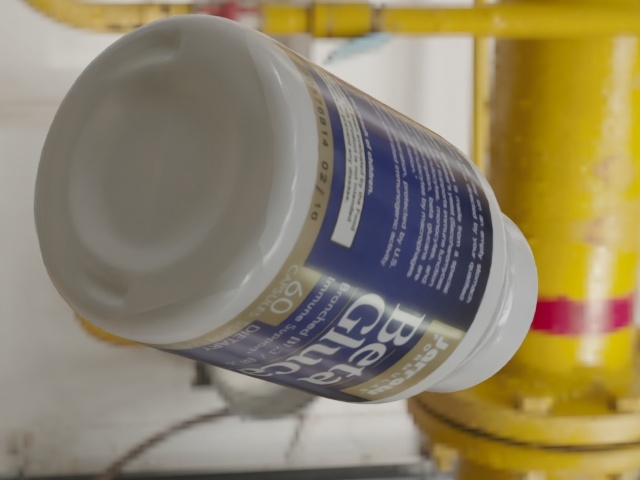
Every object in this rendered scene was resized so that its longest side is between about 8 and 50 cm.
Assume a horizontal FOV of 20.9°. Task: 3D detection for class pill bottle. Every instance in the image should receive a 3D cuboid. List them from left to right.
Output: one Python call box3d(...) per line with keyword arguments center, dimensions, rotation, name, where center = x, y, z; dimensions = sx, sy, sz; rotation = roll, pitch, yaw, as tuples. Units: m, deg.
box3d(center=(0.000, 0.000, 0.540), dimensions=(0.169, 0.094, 0.094), rotation=(23, 57, -54), name="pill bottle")
